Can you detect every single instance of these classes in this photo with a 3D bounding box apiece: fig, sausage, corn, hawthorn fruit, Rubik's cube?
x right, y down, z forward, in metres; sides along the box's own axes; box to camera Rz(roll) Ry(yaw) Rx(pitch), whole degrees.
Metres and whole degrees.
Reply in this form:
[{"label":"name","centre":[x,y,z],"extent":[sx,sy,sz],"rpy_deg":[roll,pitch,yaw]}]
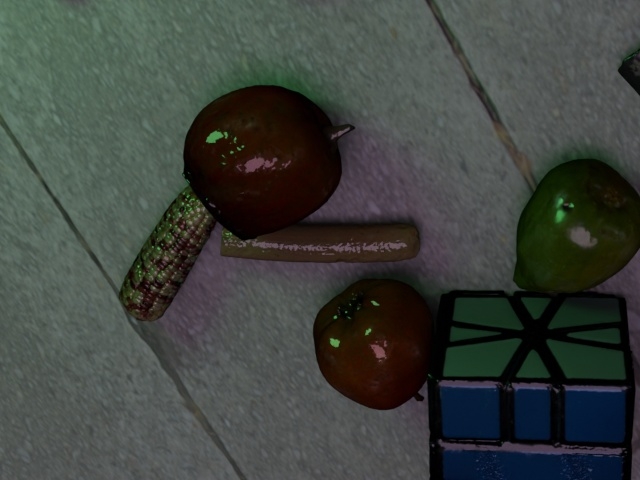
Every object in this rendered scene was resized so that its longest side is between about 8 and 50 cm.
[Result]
[{"label":"fig","centre":[0.350,0.000,1.885],"extent":[0.167,0.167,0.233],"rpy_deg":[35,108,-6]},{"label":"sausage","centre":[0.000,0.001,2.006],"extent":[0.301,0.066,0.066],"rpy_deg":[2,114,12]},{"label":"corn","centre":[-0.226,0.014,2.039],"extent":[0.086,0.086,0.253],"rpy_deg":[31,115,-4]},{"label":"hawthorn fruit","centre":[0.097,0.168,2.001],"extent":[0.196,0.197,0.225],"rpy_deg":[-22,124,19]},{"label":"Rubik's cube","centre":[0.304,0.253,1.937],"extent":[0.288,0.293,0.284],"rpy_deg":[1,112,12]},{"label":"hawthorn fruit","centre":[-0.070,-0.119,1.888],"extent":[0.249,0.215,0.215],"rpy_deg":[-15,110,18]}]

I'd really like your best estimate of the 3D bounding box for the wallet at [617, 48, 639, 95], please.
[{"label":"wallet","centre":[0.570,-0.172,1.829],"extent":[0.170,0.044,0.321],"rpy_deg":[-39,101,25]}]
